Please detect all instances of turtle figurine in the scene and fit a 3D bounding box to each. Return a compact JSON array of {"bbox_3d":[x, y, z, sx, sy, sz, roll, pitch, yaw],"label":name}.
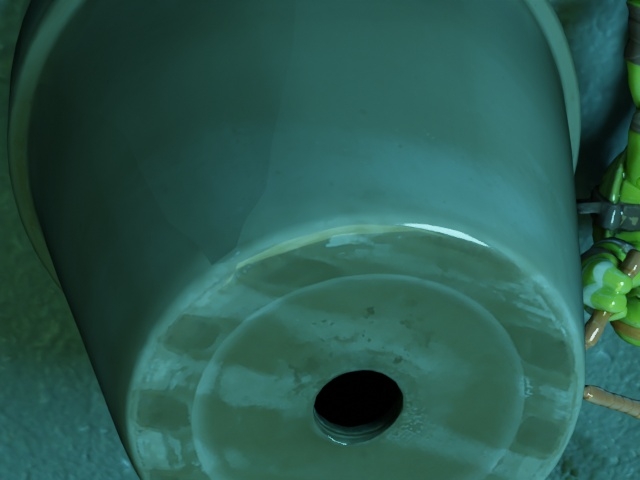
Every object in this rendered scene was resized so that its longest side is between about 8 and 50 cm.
[{"bbox_3d":[0.198,-0.030,0.718,0.269,0.087,0.217,-15,115,-49],"label":"turtle figurine"}]

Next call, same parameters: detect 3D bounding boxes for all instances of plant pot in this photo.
[{"bbox_3d":[0.000,0.000,0.620,0.323,0.280,0.323,-4,123,-6],"label":"plant pot"}]
